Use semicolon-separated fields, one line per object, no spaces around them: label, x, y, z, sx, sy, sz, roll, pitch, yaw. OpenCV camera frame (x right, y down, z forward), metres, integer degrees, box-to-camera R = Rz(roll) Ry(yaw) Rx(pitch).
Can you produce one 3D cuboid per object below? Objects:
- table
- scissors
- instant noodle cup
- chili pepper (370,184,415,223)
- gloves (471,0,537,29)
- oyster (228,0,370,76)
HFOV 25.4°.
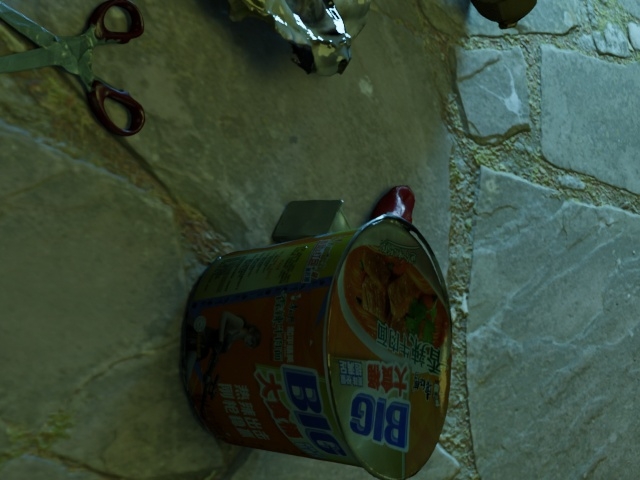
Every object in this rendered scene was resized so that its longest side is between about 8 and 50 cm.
table;0.000;0.000;1.746;0.083;0.079;0.062;61;41;-38
scissors;-0.257;-0.186;1.401;0.248;0.017;0.144;6;81;-57
instant noodle cup;-0.007;0.123;1.590;0.296;0.214;0.296;11;77;-58
chili pepper;0.101;-0.029;1.943;0.059;0.050;0.191;55;33;-17
gloves;0.234;-0.431;2.112;0.331;0.154;0.141;29;77;-61
oyster;-0.025;-0.316;1.717;0.351;0.115;0.238;-13;107;-54
